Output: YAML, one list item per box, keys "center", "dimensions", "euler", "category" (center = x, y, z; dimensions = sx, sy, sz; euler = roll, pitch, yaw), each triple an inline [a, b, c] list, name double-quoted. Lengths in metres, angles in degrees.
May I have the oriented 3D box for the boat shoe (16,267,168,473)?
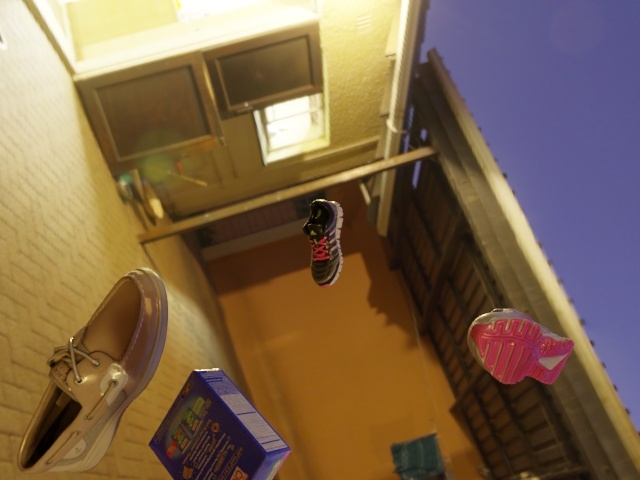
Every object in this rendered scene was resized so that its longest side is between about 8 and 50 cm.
- center: [-0.295, 0.172, 0.769]
  dimensions: [0.109, 0.302, 0.098]
  euler: [36, 12, 34]
  category: "boat shoe"

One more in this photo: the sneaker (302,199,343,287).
- center: [0.000, 0.000, 1.096]
  dimensions: [0.074, 0.063, 0.171]
  euler: [28, 62, -53]
  category: "sneaker"

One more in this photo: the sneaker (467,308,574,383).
- center: [0.294, 0.160, 0.946]
  dimensions: [0.252, 0.103, 0.111]
  euler: [24, 5, -44]
  category: "sneaker"

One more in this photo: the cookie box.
- center: [-0.091, 0.182, 0.526]
  dimensions: [0.107, 0.092, 0.040]
  euler: [40, 15, 30]
  category: "cookie box"
